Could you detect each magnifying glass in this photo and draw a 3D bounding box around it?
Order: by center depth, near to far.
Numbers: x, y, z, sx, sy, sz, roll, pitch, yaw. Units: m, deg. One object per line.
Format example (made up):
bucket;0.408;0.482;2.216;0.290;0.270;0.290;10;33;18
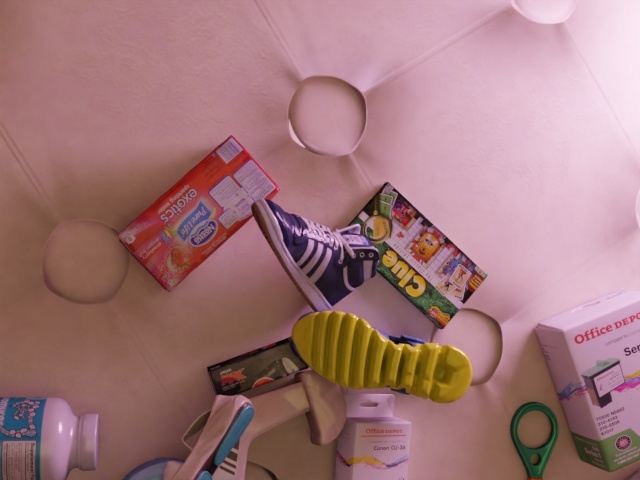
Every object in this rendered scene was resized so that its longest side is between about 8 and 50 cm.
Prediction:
magnifying glass;0.403;0.420;1.613;0.092;0.026;0.231;0;90;-11

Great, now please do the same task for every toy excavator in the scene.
toy excavator;-0.189;0.416;1.421;0.432;0.222;0.445;10;78;-12

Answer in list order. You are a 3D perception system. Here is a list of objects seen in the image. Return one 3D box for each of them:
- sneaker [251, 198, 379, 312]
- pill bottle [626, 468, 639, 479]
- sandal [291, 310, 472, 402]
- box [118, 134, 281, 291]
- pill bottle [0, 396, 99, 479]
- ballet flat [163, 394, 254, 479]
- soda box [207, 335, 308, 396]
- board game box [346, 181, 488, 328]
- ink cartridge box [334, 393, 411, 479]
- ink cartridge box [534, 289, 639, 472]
sneaker;0.000;0.000;1.442;0.153;0.099;0.282;-31;135;0
pill bottle;0.692;0.561;1.597;0.162;0.162;0.278;-36;96;-9
sandal;0.097;0.206;1.503;0.317;0.138;0.126;20;85;-8
box;-0.206;-0.044;1.454;0.257;0.122;0.128;-43;96;-9
pill bottle;-0.494;0.326;1.381;0.264;0.146;0.146;2;89;-12
ballet flat;-0.192;0.343;1.327;0.086;0.086;0.248;37;60;-8
soda box;-0.110;0.223;1.503;0.168;0.053;0.060;-19;92;-10
board game box;0.172;0.029;1.574;0.259;0.030;0.136;42;84;-7
ink cartridge box;0.093;0.375;1.520;0.115;0.067;0.198;5;88;-26
ink cartridge box;0.550;0.255;1.596;0.201;0.117;0.278;-20;92;-11
